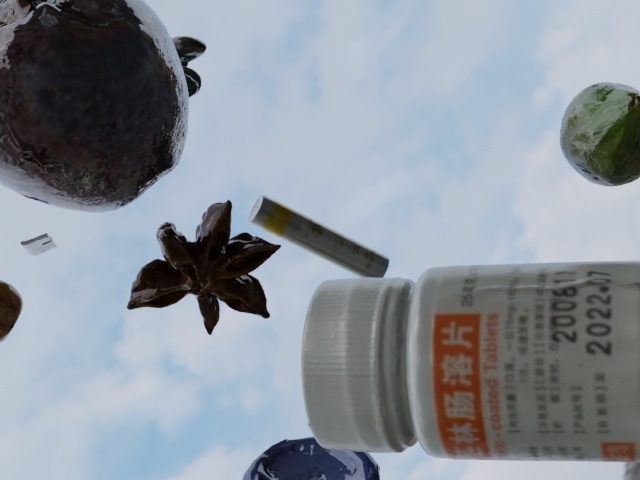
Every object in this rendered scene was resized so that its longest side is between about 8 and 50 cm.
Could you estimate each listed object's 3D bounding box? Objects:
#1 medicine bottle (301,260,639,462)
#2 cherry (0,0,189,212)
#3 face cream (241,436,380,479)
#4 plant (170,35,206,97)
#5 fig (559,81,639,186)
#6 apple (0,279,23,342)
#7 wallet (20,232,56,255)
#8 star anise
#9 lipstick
[{"bbox_3d":[0.182,0.130,1.153,0.211,0.371,0.211,-3,-90,-73],"label":"medicine bottle"},{"bbox_3d":[-0.192,-0.111,0.839,0.195,0.195,0.195,-25,-52,-36],"label":"cherry"},{"bbox_3d":[-0.005,0.485,1.837,0.249,0.249,0.225,-25,-58,-36],"label":"face cream"},{"bbox_3d":[-0.272,-0.268,1.692,0.149,0.274,0.146,23,-86,-31],"label":"plant"},{"bbox_3d":[0.343,-0.135,1.237,0.123,0.123,0.156,-41,-13,-23],"label":"fig"},{"bbox_3d":[-0.434,0.092,1.425,0.071,0.084,0.084,26,-88,-12],"label":"apple"},{"bbox_3d":[-0.425,0.006,1.624,0.044,0.011,0.083,-20,-10,-8],"label":"wallet"},{"bbox_3d":[-0.157,0.031,1.435,0.196,0.212,0.111,88,-175,-51],"label":"star anise"},{"bbox_3d":[0.000,0.000,1.920,0.264,0.059,0.059,26,-87,-15],"label":"lipstick"}]
